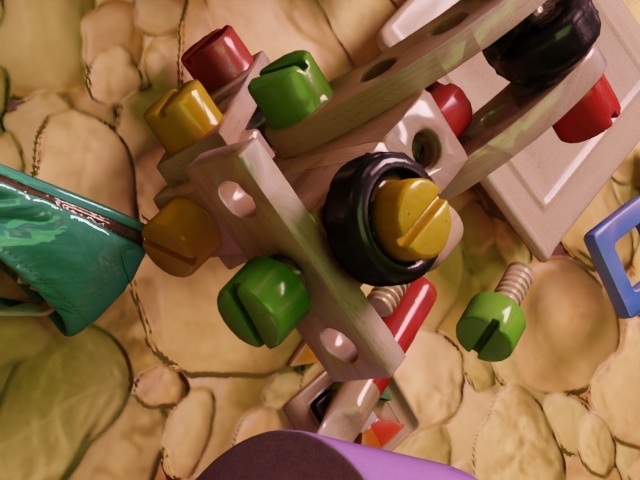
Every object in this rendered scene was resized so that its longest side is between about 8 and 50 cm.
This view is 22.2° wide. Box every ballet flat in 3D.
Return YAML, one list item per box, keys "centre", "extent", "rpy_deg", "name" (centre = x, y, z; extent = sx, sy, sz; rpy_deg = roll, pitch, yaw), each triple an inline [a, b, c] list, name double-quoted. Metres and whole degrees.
- centre: [-0.200, -0.021, 0.789]
  extent: [0.247, 0.083, 0.087]
  rpy_deg: [30, 82, -26]
  name: "ballet flat"

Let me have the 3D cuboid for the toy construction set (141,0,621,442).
- centre: [0.000, 0.000, 0.817]
  extent: [0.237, 0.257, 0.309]
  rpy_deg: [-57, 145, -39]
  name: "toy construction set"

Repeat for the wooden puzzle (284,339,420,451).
- centre: [0.020, 0.102, 0.958]
  extent: [0.078, 0.014, 0.116]
  rpy_deg: [-45, 110, -28]
  name: "wooden puzzle"

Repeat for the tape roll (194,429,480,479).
- centre: [-0.004, 0.232, 0.772]
  extent: [0.090, 0.275, 0.275]
  rpy_deg: [18, 76, -31]
  name: "tape roll"

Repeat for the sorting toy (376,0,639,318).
- centre: [0.128, -0.111, 1.035]
  extent: [0.348, 0.047, 0.196]
  rpy_deg: [52, 57, -19]
  name: "sorting toy"
